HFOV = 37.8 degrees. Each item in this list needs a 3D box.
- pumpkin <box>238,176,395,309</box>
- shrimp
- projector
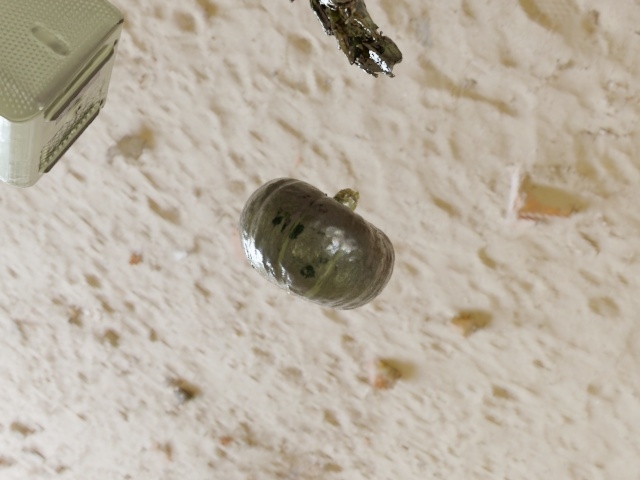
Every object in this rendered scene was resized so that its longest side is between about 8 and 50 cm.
[{"bbox_3d":[-0.002,0.001,1.179,0.211,0.152,0.211,21,-171,-3],"label":"pumpkin"},{"bbox_3d":[-0.008,-0.161,0.594,0.034,0.091,0.161,-49,62,33],"label":"shrimp"},{"bbox_3d":[-0.315,-0.186,0.849,0.242,0.163,0.177,37,154,-3],"label":"projector"}]
